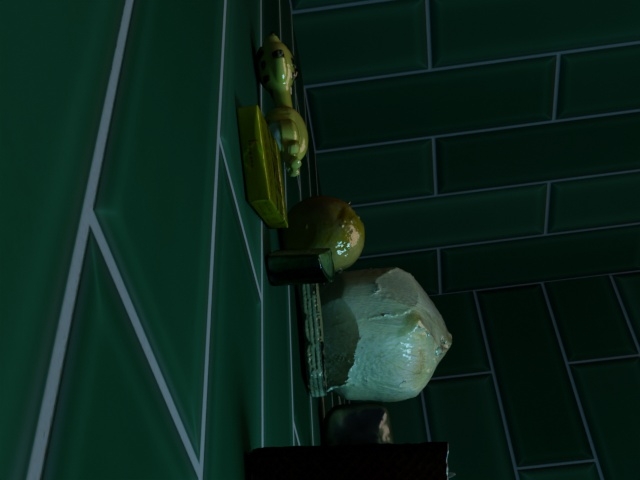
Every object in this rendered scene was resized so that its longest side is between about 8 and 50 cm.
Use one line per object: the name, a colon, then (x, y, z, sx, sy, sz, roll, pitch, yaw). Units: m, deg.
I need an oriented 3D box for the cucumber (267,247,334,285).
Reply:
cucumber: (-0.038, 0.047, 1.545, 0.116, 0.115, 0.062, -33, 116, -77)

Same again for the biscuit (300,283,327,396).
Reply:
biscuit: (-0.018, 0.212, 2.013, 0.150, 0.052, 0.252, 85, 1, -64)

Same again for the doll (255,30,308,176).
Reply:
doll: (-0.076, -0.260, 1.716, 0.117, 0.086, 0.291, 95, -14, -71)

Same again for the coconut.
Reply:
coconut: (0.154, 0.240, 2.286, 0.346, 0.360, 0.346, -6, 90, -89)

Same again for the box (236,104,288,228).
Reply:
box: (-0.094, -0.114, 1.494, 0.279, 0.041, 0.153, 61, 21, -81)

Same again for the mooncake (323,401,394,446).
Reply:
mooncake: (0.105, 0.585, 2.228, 0.351, 0.187, 0.351, -11, 90, -88)

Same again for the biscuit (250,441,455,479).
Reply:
biscuit: (0.042, 0.299, 1.064, 0.070, 0.252, 0.106, 84, 5, -72)

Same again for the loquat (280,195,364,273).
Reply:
loquat: (0.000, 0.000, 1.808, 0.204, 0.172, 0.149, -60, 159, -27)
